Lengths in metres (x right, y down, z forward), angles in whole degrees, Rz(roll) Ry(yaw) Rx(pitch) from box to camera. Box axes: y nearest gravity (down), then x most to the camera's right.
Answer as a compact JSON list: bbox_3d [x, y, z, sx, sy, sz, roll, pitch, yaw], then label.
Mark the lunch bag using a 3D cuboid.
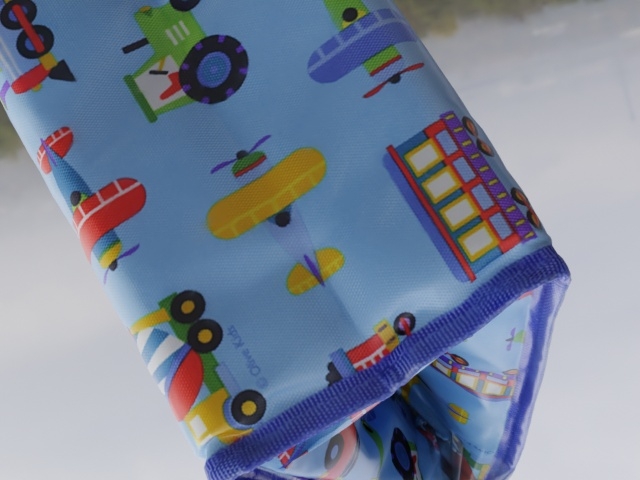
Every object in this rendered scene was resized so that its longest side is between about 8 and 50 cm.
[{"bbox_3d":[0.000,0.000,0.681,0.138,0.221,0.293,-32,158,1],"label":"lunch bag"}]
